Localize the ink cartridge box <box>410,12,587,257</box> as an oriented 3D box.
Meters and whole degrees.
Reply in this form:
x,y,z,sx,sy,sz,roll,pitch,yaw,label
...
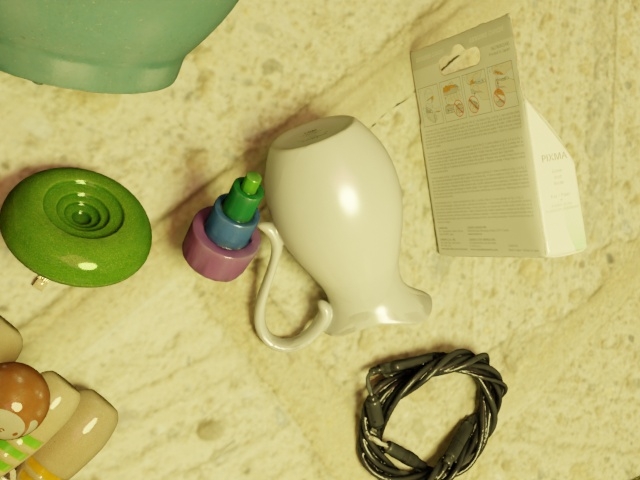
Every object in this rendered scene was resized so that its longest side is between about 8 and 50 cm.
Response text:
x,y,z,sx,sy,sz,roll,pitch,yaw,label
0.170,-0.095,0.826,0.056,0.181,0.224,-9,94,-25,ink cartridge box

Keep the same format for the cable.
x,y,z,sx,sy,sz,roll,pitch,yaw,label
0.128,0.192,0.889,0.184,0.047,0.150,-7,95,-25,cable

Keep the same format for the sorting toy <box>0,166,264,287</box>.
x,y,z,sx,sy,sz,roll,pitch,yaw,label
-0.207,-0.051,0.661,0.365,0.126,0.127,10,44,-24,sorting toy

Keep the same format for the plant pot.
x,y,z,sx,sy,sz,roll,pitch,yaw,label
-0.179,-0.230,0.631,0.293,0.293,0.196,4,116,-25,plant pot

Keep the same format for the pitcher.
x,y,z,sx,sy,sz,roll,pitch,yaw,label
0.000,0.000,0.795,0.178,0.125,0.207,-22,112,-7,pitcher

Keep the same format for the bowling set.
x,y,z,sx,sy,sz,roll,pitch,yaw,label
-0.288,0.130,0.622,0.287,0.200,0.154,44,77,-16,bowling set

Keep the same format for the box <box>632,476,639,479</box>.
x,y,z,sx,sy,sz,roll,pitch,yaw,label
0.350,0.346,0.986,0.324,0.063,0.067,-17,97,-23,box

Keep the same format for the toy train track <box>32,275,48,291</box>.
x,y,z,sx,sy,sz,roll,pitch,yaw,label
-0.228,0.009,0.739,0.048,0.014,0.083,38,77,-21,toy train track
